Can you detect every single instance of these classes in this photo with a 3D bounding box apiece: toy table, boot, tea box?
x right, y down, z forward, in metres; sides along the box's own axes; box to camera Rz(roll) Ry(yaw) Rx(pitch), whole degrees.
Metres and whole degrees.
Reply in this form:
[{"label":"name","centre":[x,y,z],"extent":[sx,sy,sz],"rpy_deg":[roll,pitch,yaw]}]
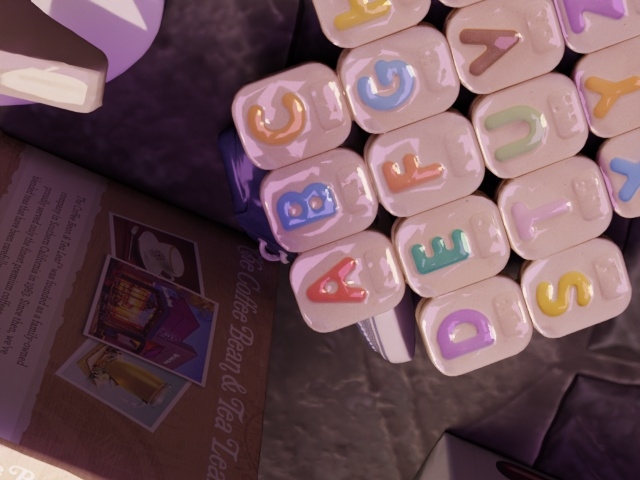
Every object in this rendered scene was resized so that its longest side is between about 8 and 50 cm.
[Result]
[{"label":"toy table","centre":[-0.235,-0.143,0.967],"extent":[0.274,0.161,0.252],"rpy_deg":[2,118,2]},{"label":"boot","centre":[0.000,0.000,1.094],"extent":[0.086,0.069,0.190],"rpy_deg":[-13,109,16]},{"label":"tea box","centre":[-0.189,0.162,1.030],"extent":[0.220,0.329,0.323],"rpy_deg":[24,115,-10]}]

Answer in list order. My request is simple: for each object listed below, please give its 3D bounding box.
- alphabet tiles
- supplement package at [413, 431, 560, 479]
[{"label":"alphabet tiles","centre":[0.097,-0.061,1.034],"extent":[0.278,0.021,0.284],"rpy_deg":[-19,108,-2]},{"label":"supplement package","centre":[0.107,0.300,1.131],"extent":[0.145,0.262,0.204],"rpy_deg":[23,115,-11]}]
